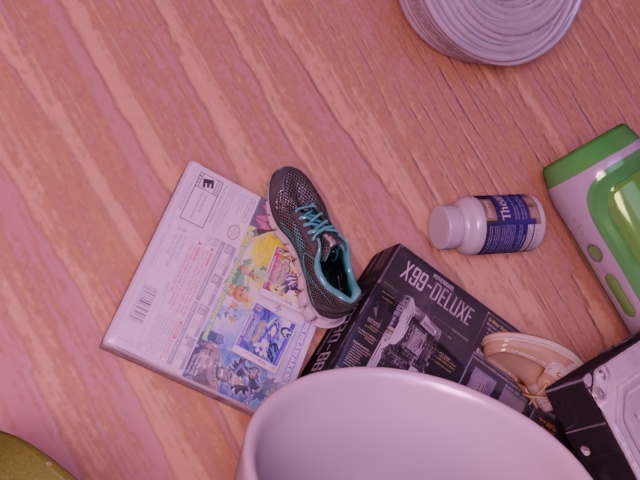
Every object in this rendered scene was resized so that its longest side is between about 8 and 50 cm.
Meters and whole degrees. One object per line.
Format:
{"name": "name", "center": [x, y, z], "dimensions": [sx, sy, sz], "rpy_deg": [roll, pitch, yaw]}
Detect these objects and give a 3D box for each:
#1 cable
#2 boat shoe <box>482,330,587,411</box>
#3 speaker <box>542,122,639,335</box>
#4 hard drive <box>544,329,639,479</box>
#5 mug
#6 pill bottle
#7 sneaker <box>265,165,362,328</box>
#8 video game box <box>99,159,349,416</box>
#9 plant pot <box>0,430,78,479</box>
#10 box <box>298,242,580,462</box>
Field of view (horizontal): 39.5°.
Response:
{"name": "cable", "center": [0.201, -0.333, 1.034], "dimensions": [0.257, 0.089, 0.257], "rpy_deg": [-7, 102, -27]}
{"name": "boat shoe", "center": [0.234, 0.144, 0.892], "dimensions": [0.170, 0.063, 0.059], "rpy_deg": [25, 61, -15]}
{"name": "speaker", "center": [0.378, 0.018, 1.030], "dimensions": [0.131, 0.131, 0.297], "rpy_deg": [-29, 87, -25]}
{"name": "hard drive", "center": [0.383, 0.246, 0.862], "dimensions": [0.237, 0.064, 0.339], "rpy_deg": [-19, 79, -36]}
{"name": "mug", "center": [0.014, 0.322, 0.673], "dimensions": [0.276, 0.328, 0.374], "rpy_deg": [29, 28, 32]}
{"name": "pill bottle", "center": [0.185, -0.018, 0.996], "dimensions": [0.120, 0.067, 0.067], "rpy_deg": [-3, 77, -22]}
{"name": "sneaker", "center": [0.000, 0.000, 0.867], "dimensions": [0.065, 0.076, 0.166], "rpy_deg": [-19, 84, -27]}
{"name": "video game box", "center": [-0.090, 0.051, 0.885], "dimensions": [0.187, 0.048, 0.205], "rpy_deg": [27, 68, -11]}
{"name": "plant pot", "center": [-0.293, 0.327, 0.598], "dimensions": [0.366, 0.366, 0.353], "rpy_deg": [51, 53, -2]}
{"name": "box", "center": [0.130, 0.189, 0.916], "dimensions": [0.307, 0.076, 0.242], "rpy_deg": [35, 66, -9]}
